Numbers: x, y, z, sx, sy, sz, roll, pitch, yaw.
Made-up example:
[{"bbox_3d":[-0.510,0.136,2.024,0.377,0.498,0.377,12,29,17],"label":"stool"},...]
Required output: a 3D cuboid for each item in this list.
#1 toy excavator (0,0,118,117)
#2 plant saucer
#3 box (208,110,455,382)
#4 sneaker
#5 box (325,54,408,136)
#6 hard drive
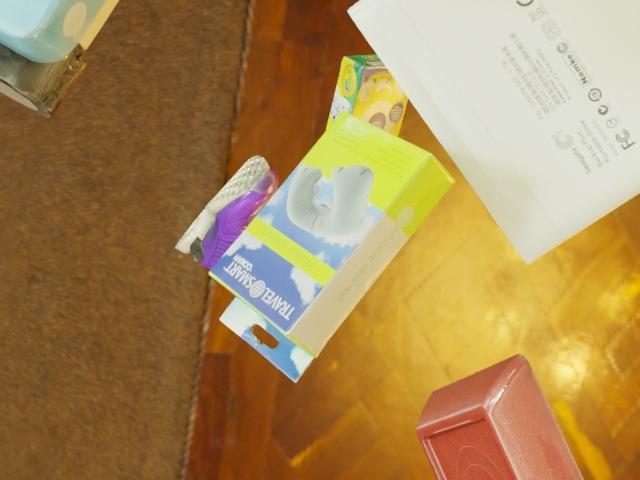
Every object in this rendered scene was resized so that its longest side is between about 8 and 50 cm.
[{"bbox_3d":[-0.218,-0.251,0.710,0.222,0.433,0.445,-59,166,-7],"label":"toy excavator"},{"bbox_3d":[0.177,0.251,1.031,0.047,0.258,0.259,-20,80,-17],"label":"plant saucer"},{"bbox_3d":[0.000,0.000,0.784,0.178,0.109,0.042,-51,132,-5],"label":"box"},{"bbox_3d":[-0.100,-0.016,1.621,0.146,0.293,0.102,42,61,-5],"label":"sneaker"},{"bbox_3d":[0.056,-0.147,1.418,0.105,0.043,0.179,-13,127,-43],"label":"box"},{"bbox_3d":[0.230,-0.174,0.786,0.353,0.047,0.233,-34,98,13],"label":"hard drive"}]
